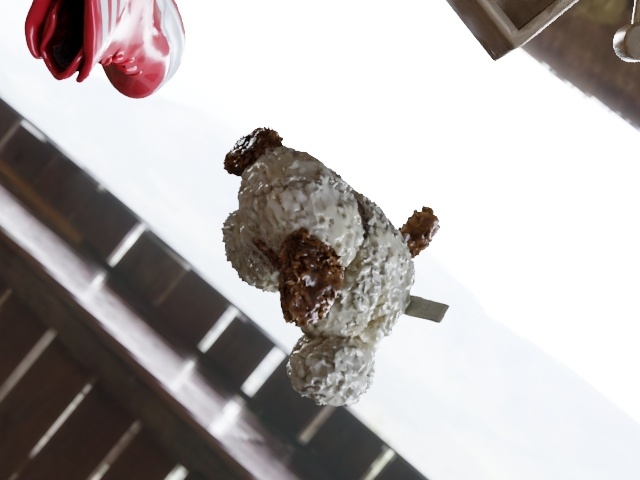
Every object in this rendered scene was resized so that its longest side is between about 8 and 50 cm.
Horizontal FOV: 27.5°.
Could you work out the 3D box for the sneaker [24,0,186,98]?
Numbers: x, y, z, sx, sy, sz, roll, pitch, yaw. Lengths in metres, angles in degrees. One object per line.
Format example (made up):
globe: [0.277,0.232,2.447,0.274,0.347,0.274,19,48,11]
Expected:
sneaker: [-0.160,-0.145,0.914,0.087,0.128,0.221,26,-28,12]

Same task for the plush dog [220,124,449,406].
plush dog: [0.000,0.000,1.284,0.262,0.210,0.225,60,8,34]

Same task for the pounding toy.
pounding toy: [0.217,-0.238,1.172,0.206,0.181,0.094,51,-5,-4]
